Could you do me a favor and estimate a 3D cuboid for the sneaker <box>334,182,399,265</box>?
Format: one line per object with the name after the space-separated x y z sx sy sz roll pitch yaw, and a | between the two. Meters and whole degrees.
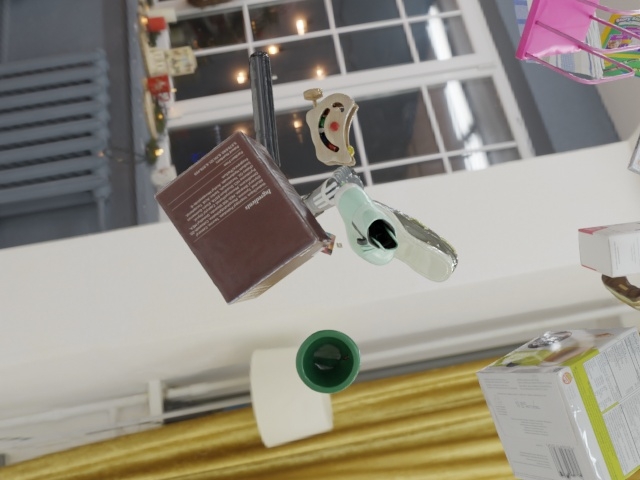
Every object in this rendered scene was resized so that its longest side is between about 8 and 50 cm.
0.119 0.006 1.405 0.151 0.094 0.256 53 -1 44 | sneaker

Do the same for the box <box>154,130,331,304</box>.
-0.114 -0.032 1.028 0.203 0.167 0.168 55 6 6 | box

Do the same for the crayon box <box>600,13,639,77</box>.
0.907 -0.529 1.797 0.165 0.278 0.081 -58 139 -17 | crayon box

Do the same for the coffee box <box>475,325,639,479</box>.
0.715 0.461 1.863 0.337 0.334 0.338 -21 -90 63 | coffee box

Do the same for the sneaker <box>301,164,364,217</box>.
0.016 -0.115 1.635 0.086 0.132 0.228 60 26 0 | sneaker

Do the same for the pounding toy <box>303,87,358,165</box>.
0.052 -0.355 2.030 0.155 0.154 0.269 7 67 -76 | pounding toy

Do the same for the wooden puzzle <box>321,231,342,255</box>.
0.000 0.000 1.167 0.049 0.083 0.006 -76 -170 -47 | wooden puzzle

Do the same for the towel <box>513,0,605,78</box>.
0.625 -0.545 1.747 0.285 0.034 0.209 41 -18 54 | towel

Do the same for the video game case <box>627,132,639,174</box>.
0.801 -0.201 1.456 0.023 0.201 0.183 123 -10 -82 | video game case

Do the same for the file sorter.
0.556 -0.474 1.286 0.182 0.202 0.291 44 -42 38 | file sorter

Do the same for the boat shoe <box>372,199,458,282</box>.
0.214 -0.011 1.677 0.091 0.305 0.109 -37 160 -53 | boat shoe

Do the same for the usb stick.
-0.134 -0.303 1.563 0.077 0.045 0.278 -171 -106 -67 | usb stick

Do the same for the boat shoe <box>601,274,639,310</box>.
0.908 0.156 1.979 0.072 0.068 0.190 60 8 -22 | boat shoe

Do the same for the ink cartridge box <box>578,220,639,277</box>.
0.887 0.013 1.808 0.207 0.283 0.117 -99 -179 -84 | ink cartridge box

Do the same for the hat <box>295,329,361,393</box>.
0.022 0.320 1.845 0.208 0.173 0.183 -60 -179 11 | hat
